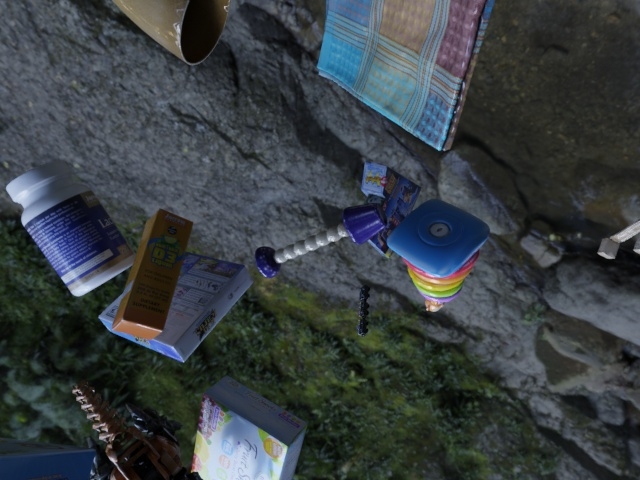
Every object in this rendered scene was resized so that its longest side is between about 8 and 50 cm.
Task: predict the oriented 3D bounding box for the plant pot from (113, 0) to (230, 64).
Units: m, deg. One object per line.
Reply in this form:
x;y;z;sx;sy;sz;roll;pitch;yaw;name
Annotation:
-0.393;-0.606;1.195;0.255;0.237;0.237;27;161;4;plant pot

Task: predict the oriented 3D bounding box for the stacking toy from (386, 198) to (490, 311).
0.263;0.074;1.073;0.166;0.175;0.301;35;154;33;stacking toy

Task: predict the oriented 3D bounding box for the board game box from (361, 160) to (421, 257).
0.139;-0.084;1.078;0.060;0.194;0.194;19;169;35;board game box

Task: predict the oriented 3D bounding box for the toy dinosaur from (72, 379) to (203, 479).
-0.254;0.341;0.722;0.218;0.164;0.321;-5;98;56;toy dinosaur

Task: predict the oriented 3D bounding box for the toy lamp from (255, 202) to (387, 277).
0.000;0.000;0.944;0.275;0.080;0.080;-25;126;23;toy lamp

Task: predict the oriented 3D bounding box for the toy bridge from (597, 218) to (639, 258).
0.510;-0.007;0.740;0.026;0.063;0.188;25;173;-5;toy bridge

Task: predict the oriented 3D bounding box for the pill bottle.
-0.530;-0.027;1.023;0.264;0.153;0.153;59;157;-11;pill bottle

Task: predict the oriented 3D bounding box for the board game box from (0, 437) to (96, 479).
-0.408;0.207;0.399;0.302;0.086;0.308;6;158;3;board game box

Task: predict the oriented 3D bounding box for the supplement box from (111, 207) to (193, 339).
-0.309;0.059;0.892;0.078;0.233;0.080;23;144;-26;supplement box

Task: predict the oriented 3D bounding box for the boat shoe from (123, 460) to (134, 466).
-0.482;0.682;1.204;0.123;0.341;0.123;24;168;39;boat shoe

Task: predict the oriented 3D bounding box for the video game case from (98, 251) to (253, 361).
-0.332;0.136;1.104;0.270;0.244;0.061;10;137;34;video game case

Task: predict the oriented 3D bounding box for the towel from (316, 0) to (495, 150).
0.099;-0.325;0.699;0.370;0.040;0.271;52;144;45;towel

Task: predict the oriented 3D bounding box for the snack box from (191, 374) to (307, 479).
-0.128;0.365;0.822;0.175;0.070;0.207;24;116;21;snack box

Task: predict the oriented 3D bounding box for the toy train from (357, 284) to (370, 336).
0.122;0.203;1.375;0.027;0.158;0.036;20;147;-22;toy train
